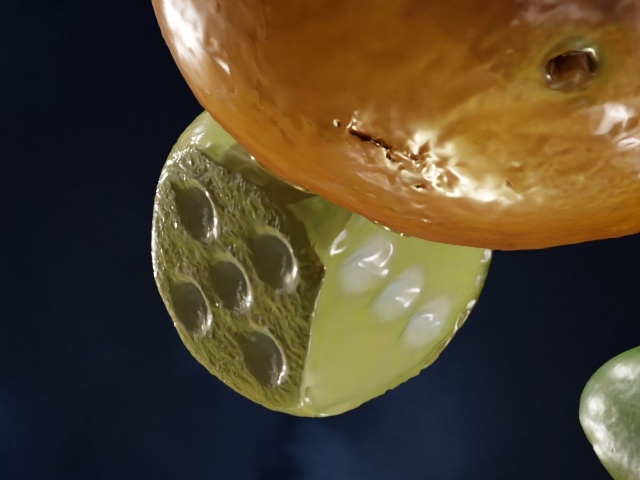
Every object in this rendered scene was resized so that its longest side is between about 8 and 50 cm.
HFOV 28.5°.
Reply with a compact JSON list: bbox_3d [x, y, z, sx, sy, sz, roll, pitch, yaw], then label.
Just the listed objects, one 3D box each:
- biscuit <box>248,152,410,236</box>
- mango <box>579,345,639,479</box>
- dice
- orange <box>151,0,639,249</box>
[{"bbox_3d":[-0.006,-0.089,0.950,0.035,0.158,0.240,-55,-149,18],"label":"biscuit"},{"bbox_3d":[0.265,0.143,0.744,0.156,0.114,0.251,-38,-141,-8],"label":"mango"},{"bbox_3d":[0.000,0.000,1.145,0.227,0.238,0.233,33,-52,36],"label":"dice"},{"bbox_3d":[0.070,-0.128,0.448,0.284,0.284,0.226,-40,-149,25],"label":"orange"}]
